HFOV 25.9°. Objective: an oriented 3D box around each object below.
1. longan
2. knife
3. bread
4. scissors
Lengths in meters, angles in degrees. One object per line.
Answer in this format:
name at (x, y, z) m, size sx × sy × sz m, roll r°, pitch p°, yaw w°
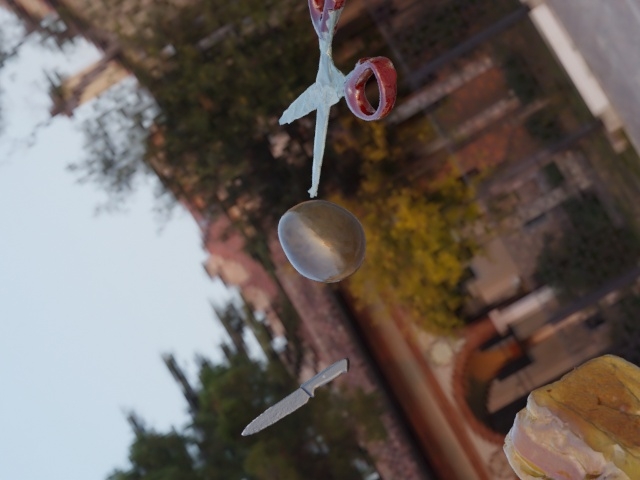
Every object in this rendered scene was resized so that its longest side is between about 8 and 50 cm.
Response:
longan at (0.000, 0.000, 1.631) m, size 0.113 × 0.092 × 0.113 m, roll 28°, pitch 170°, yaw 5°
knife at (-0.030, 0.198, 1.735) m, size 0.023 × 0.170 × 0.010 m, roll 59°, pitch -167°, yaw 16°
bread at (0.366, 0.273, 1.511) m, size 0.344 × 0.195 × 0.149 m, roll 39°, pitch 138°, yaw 38°
scissors at (0.003, -0.122, 1.147) m, size 0.247 × 0.017 × 0.144 m, roll 118°, pitch 133°, yaw -63°
